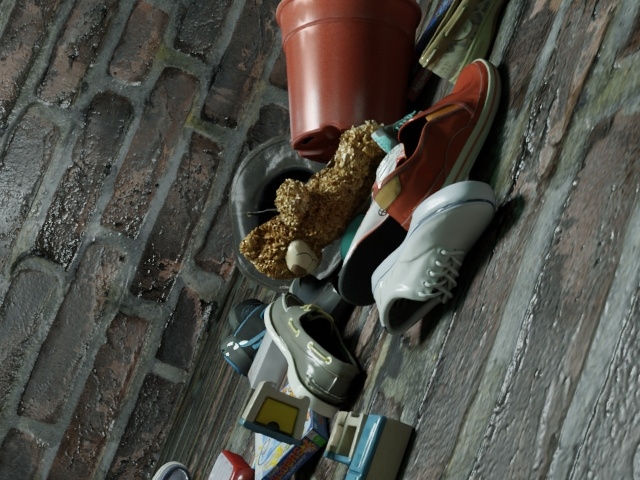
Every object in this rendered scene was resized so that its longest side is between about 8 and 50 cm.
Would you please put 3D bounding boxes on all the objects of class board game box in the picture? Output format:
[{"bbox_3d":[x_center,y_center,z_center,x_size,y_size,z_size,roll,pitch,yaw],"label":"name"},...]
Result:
[{"bbox_3d":[0.231,-0.400,1.814,0.145,0.027,0.281,-79,15,-44],"label":"board game box"},{"bbox_3d":[-0.050,0.302,1.599,0.136,0.035,0.201,-47,17,13],"label":"board game box"}]

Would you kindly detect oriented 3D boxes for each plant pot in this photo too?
[{"bbox_3d":[0.051,-0.291,1.810,0.272,0.272,0.265,139,134,-69],"label":"plant pot"}]

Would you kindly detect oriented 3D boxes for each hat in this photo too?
[{"bbox_3d":[-0.032,-0.051,2.024,0.134,0.331,0.331,14,-79,-57],"label":"hat"}]

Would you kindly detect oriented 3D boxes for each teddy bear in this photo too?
[{"bbox_3d":[0.020,-0.057,1.694,0.338,0.113,0.245,-40,-22,-10],"label":"teddy bear"}]

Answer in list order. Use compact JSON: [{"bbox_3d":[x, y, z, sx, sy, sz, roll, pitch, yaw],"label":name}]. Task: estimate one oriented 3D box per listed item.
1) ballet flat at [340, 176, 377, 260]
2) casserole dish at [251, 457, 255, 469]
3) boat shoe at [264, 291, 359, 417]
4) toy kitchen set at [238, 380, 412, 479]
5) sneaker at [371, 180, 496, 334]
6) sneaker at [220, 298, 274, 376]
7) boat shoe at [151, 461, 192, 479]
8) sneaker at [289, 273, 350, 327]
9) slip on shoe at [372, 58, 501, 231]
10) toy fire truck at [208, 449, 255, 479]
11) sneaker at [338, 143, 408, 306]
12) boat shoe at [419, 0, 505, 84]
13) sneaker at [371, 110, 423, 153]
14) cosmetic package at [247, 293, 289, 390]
[{"bbox_3d":[0.100,-0.046,1.663,0.206,0.073,0.067,-59,-14,29],"label":"ballet flat"},{"bbox_3d":[-0.084,0.390,1.715,0.188,0.037,0.114,126,164,-51],"label":"casserole dish"},{"bbox_3d":[-0.011,0.160,1.572,0.091,0.109,0.305,-54,26,13],"label":"boat shoe"},{"bbox_3d":[-0.010,0.256,1.225,0.207,0.166,0.122,148,144,-74],"label":"toy kitchen set"},{"bbox_3d":[0.143,0.029,1.204,0.258,0.094,0.091,120,147,-50],"label":"sneaker"},{"bbox_3d":[-0.133,0.202,2.272,0.140,0.125,0.341,-38,13,8],"label":"sneaker"},{"bbox_3d":[-0.349,0.670,2.331,0.158,0.127,0.340,-46,31,49],"label":"boat shoe"},{"bbox_3d":[0.011,0.095,1.775,0.118,0.083,0.222,-59,22,20],"label":"sneaker"},{"bbox_3d":[0.162,-0.144,1.332,0.331,0.101,0.123,-61,3,-37],"label":"slip on shoe"},{"bbox_3d":[-0.176,0.481,1.620,0.254,0.169,0.302,-68,11,-8],"label":"toy fire truck"},{"bbox_3d":[0.106,-0.032,1.487,0.270,0.090,0.145,-63,9,5],"label":"sneaker"},{"bbox_3d":[0.236,-0.378,1.545,0.104,0.089,0.285,134,157,-66],"label":"boat shoe"},{"bbox_3d":[0.139,-0.179,1.591,0.076,0.065,0.166,-51,-11,24],"label":"sneaker"},{"bbox_3d":[-0.079,0.195,2.054,0.099,0.060,0.239,-138,71,-81],"label":"cosmetic package"}]
